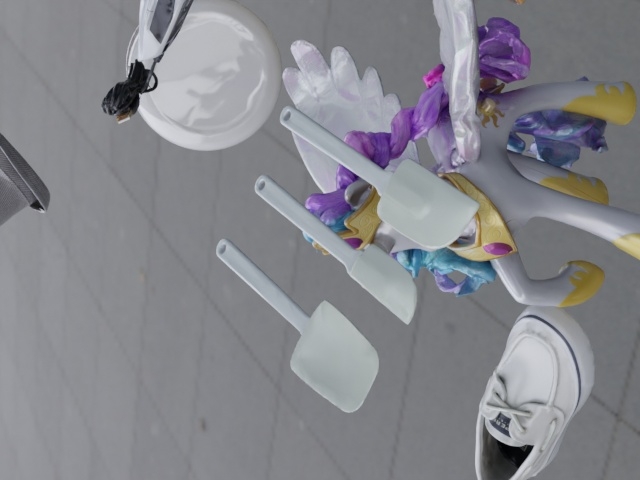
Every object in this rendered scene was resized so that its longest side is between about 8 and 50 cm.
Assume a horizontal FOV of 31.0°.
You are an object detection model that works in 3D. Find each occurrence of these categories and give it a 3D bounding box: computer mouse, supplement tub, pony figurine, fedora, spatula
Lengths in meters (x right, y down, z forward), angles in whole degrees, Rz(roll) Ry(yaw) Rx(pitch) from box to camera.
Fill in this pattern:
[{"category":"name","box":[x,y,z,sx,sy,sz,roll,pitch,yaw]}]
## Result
[{"category":"computer mouse","box":[-0.147,-0.198,1.032,0.193,0.042,0.106,-59,4,32]},{"category":"supplement tub","box":[-0.160,-0.226,1.522,0.272,0.191,0.191,-134,45,-75]},{"category":"pony figurine","box":[0.134,-0.094,1.056,0.303,0.363,0.351,-53,40,47]},{"category":"fedora","box":[-0.529,-0.116,1.692,0.275,0.124,0.244,51,163,-22]},{"category":"spatula","box":[0.000,0.000,0.835,0.242,0.019,0.168,38,105,50]}]

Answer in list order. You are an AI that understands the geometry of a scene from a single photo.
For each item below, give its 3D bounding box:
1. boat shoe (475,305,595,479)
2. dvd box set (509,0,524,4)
[{"category":"boat shoe","box":[0.207,0.171,1.191,0.096,0.088,0.267,39,147,23]},{"category":"dvd box set","box":[0.100,-0.423,1.412,0.307,0.420,0.062,27,94,16]}]
